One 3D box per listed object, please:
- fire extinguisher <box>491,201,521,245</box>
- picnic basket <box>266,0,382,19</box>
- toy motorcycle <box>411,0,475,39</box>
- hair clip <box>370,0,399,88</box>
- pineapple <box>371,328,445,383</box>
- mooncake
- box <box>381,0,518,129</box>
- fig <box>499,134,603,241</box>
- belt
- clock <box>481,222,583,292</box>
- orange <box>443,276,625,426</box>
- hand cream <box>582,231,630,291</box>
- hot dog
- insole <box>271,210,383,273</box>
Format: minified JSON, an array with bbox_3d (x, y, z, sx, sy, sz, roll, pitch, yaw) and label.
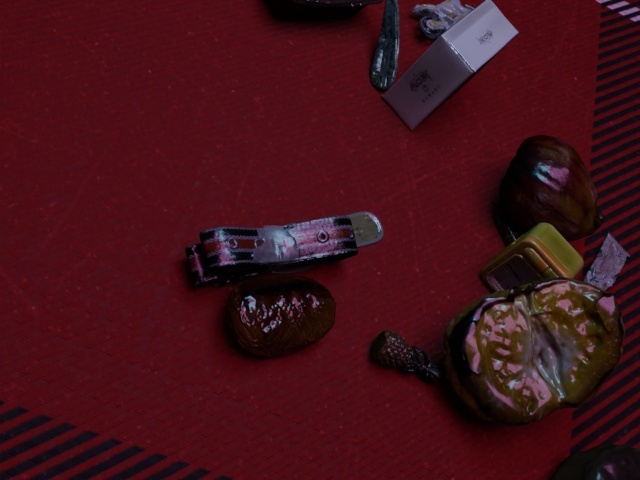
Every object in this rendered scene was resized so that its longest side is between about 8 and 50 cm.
[{"bbox_3d":[0.440,-0.030,2.098,0.056,0.039,0.132,6,57,-60],"label":"fire extinguisher"},{"bbox_3d":[-0.004,-0.614,2.120,0.296,0.129,0.223,-9,71,-29],"label":"picnic basket"},{"bbox_3d":[0.339,-0.562,2.293,0.228,0.074,0.151,2,63,-23],"label":"toy motorcycle"},{"bbox_3d":[0.160,-0.474,2.125,0.036,0.066,0.229,-5,103,-60],"label":"hair clip"},{"bbox_3d":[0.182,0.243,1.826,0.159,0.074,0.074,29,57,-16],"label":"pineapple"},{"bbox_3d":[0.608,0.558,1.816,0.290,0.161,0.291,11,62,-22],"label":"mooncake"},{"bbox_3d":[0.297,-0.404,2.071,0.116,0.274,0.203,49,55,0],"label":"box"},{"bbox_3d":[0.525,-0.113,2.068,0.224,0.224,0.263,-21,86,-32],"label":"fig"},{"bbox_3d":[-0.086,0.016,1.769,0.359,0.126,0.094,-10,72,-27],"label":"belt"},{"bbox_3d":[0.461,0.064,1.963,0.143,0.202,0.096,46,55,2],"label":"clock"},{"bbox_3d":[0.430,0.229,1.845,0.368,0.210,0.271,-17,80,-4],"label":"orange"},{"bbox_3d":[0.680,0.074,2.159,0.084,0.050,0.257,44,53,3],"label":"hand cream"},{"bbox_3d":[-0.079,0.139,1.731,0.226,0.099,0.161,-2,67,-27],"label":"hot dog"},{"bbox_3d":[0.000,0.000,1.894,0.322,0.007,0.109,-15,74,-30],"label":"insole"}]
